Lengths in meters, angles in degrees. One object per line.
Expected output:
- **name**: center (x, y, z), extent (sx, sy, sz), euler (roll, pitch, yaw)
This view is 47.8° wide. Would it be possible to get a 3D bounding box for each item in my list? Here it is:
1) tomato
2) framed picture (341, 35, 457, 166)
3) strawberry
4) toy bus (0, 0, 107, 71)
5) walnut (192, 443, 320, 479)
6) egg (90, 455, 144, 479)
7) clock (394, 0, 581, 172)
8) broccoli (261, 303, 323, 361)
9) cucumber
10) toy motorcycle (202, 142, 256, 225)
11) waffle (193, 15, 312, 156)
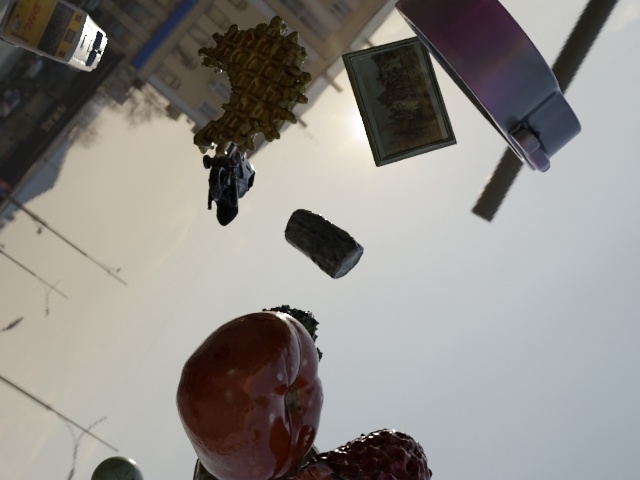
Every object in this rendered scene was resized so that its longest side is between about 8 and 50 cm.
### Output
- **tomato**: center (-0.104, 0.222, 1.060), extent (0.179, 0.260, 0.260), euler (2, -135, 20)
- **framed picture**: center (0.184, -0.323, 1.656), extent (0.217, 0.274, 0.017), euler (-19, -179, -14)
- **strawberry**: center (0.075, 0.364, 1.111), extent (0.234, 0.234, 0.178), euler (-29, -163, 45)
- **toy bus**: center (-0.419, -0.333, 1.139), extent (0.342, 0.138, 0.097), euler (-138, -110, -75)
- **walnut**: center (-0.104, 0.481, 1.316), extent (0.253, 0.282, 0.277), euler (-12, -126, 3)
- **egg**: center (-0.495, 0.613, 1.775), extent (0.131, 0.164, 0.131), euler (-22, 163, -7)
- **clock**: center (0.253, -0.256, 1.071), extent (0.102, 0.338, 0.338), euler (-40, -158, 14)
- **broccoli**: center (-0.062, 0.284, 1.565), extent (0.164, 0.145, 0.304), euler (-10, -125, -6)
- **cucumber**: center (0.001, 0.001, 0.990), extent (0.064, 0.112, 0.064), euler (-43, 156, -24)
- **toy motorcycle**: center (-0.244, -0.176, 1.985), extent (0.108, 0.173, 0.307), euler (-5, -146, 12)
- **waffle**: center (-0.142, -0.317, 1.454), extent (0.259, 0.069, 0.293), euler (-12, -111, 21)
